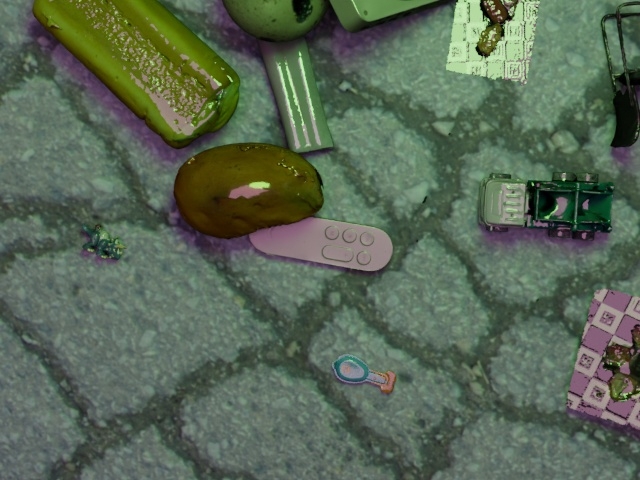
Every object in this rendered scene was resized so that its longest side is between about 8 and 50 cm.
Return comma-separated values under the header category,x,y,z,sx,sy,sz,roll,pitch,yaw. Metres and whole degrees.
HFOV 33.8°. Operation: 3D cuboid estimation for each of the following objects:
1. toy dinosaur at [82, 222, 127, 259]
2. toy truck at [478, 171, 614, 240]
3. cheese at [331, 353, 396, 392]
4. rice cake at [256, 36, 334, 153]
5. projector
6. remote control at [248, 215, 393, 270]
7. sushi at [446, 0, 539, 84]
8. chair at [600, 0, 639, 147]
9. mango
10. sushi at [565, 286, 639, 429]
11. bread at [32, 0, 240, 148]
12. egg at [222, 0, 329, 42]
category,x,y,z,sx,sy,sz,roll,pitch,yaw
toy dinosaur,-0.371,0.002,1.788,0.083,0.030,0.047,27,93,2
toy truck,0.365,-0.058,1.687,0.216,0.116,0.110,4,92,4
cheese,0.072,0.224,1.769,0.111,0.017,0.047,19,96,3
rice cake,-0.042,-0.250,1.750,0.080,0.042,0.221,-16,90,0
projector,0.086,-0.473,1.642,0.079,0.257,0.259,-26,91,50
remote control,0.000,0.000,1.765,0.245,0.022,0.077,10,91,4
sushi,0.288,-0.363,1.726,0.139,0.031,0.201,8,92,4
chair,0.528,-0.259,1.660,0.145,0.140,0.221,-2,93,5
mango,-0.118,-0.078,1.711,0.249,0.151,0.156,1,105,5
sushi,0.515,0.197,1.724,0.193,0.040,0.210,17,96,11
bread,-0.299,-0.316,1.732,0.383,0.112,0.166,43,97,2
egg,-0.079,-0.416,1.675,0.177,0.177,0.228,-39,50,5
